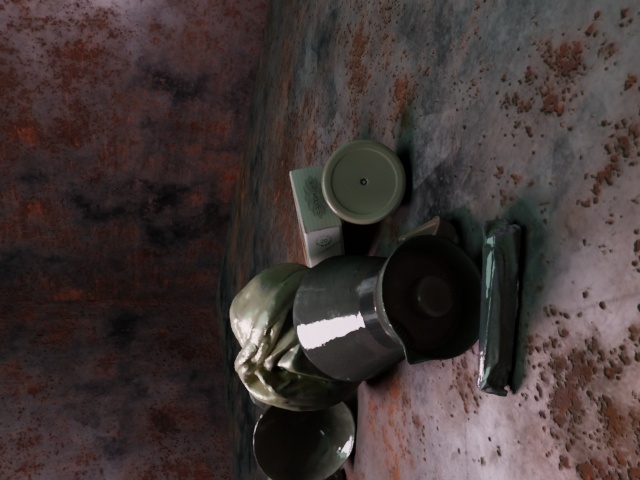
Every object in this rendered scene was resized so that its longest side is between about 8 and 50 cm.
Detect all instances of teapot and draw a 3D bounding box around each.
[{"bbox_3d":[0.125,0.106,1.044,0.344,0.253,0.300,-28,33,62],"label":"teapot"}]

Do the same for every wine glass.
[{"bbox_3d":[-0.080,0.475,1.616,0.406,0.267,0.267,-157,68,-76],"label":"wine glass"}]

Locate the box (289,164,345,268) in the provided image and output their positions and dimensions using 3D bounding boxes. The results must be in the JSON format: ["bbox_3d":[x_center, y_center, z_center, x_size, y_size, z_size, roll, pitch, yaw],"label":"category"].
[{"bbox_3d":[0.000,-0.001,1.451,0.330,0.095,0.210,84,173,-51],"label":"box"}]

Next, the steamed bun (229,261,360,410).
[{"bbox_3d":[-0.024,0.229,1.273,0.247,0.339,0.352,-131,44,-64],"label":"steamed bun"}]

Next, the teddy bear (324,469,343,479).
[{"bbox_3d":[-0.007,0.742,1.512,0.236,0.151,0.267,116,150,-54],"label":"teddy bear"}]

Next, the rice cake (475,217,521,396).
[{"bbox_3d":[0.263,0.101,0.856,0.049,0.055,0.270,-156,66,-75],"label":"rice cake"}]

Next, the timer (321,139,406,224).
[{"bbox_3d":[0.090,-0.120,1.305,0.266,0.175,0.175,17,-106,-90],"label":"timer"}]

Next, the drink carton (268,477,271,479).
[{"bbox_3d":[-0.104,0.719,1.845,0.142,0.144,0.146,-104,23,-54],"label":"drink carton"}]
